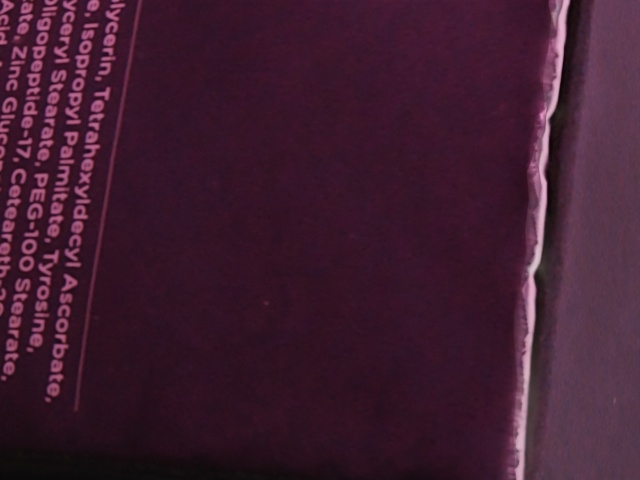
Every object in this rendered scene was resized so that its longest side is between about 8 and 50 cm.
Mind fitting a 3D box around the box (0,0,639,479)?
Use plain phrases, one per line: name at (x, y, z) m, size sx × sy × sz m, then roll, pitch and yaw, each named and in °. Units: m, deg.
box at (0.000, 0.000, 0.812) m, size 0.480 × 0.472 × 0.297 m, roll 26°, pitch 67°, yaw -54°
